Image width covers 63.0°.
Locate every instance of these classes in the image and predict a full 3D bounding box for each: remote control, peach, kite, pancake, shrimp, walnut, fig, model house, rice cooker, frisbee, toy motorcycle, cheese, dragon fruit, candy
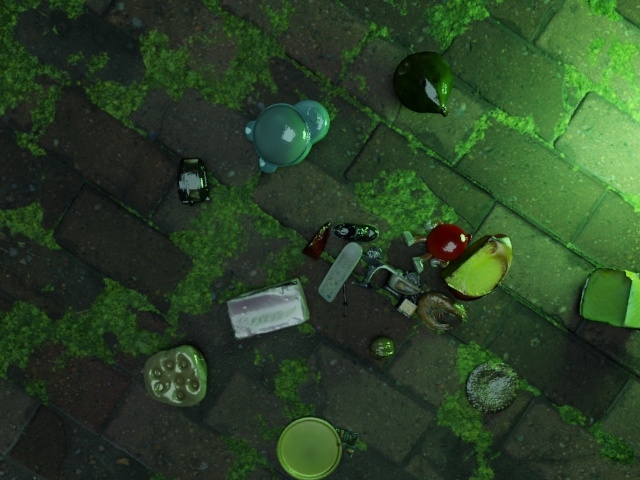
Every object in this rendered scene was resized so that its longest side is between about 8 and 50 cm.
[{"bbox_3d":[0.074,0.107,1.814,0.073,0.044,0.229,38,106,27],"label":"remote control"},{"bbox_3d":[0.538,0.092,1.770,0.267,0.154,0.159,-44,98,-5],"label":"peach"},{"bbox_3d":[0.099,0.717,1.863,0.090,0.004,0.122,-22,96,-12],"label":"kite"},{"bbox_3d":[0.611,0.522,1.854,0.199,0.021,0.199,0,92,1],"label":"pancake"},{"bbox_3d":[0.427,0.254,1.836,0.187,0.052,0.133,23,111,4],"label":"shrimp"},{"bbox_3d":[0.213,0.378,1.820,0.092,0.092,0.092,0,93,0],"label":"walnut"},{"bbox_3d":[0.350,-0.502,1.705,0.195,0.195,0.245,-24,50,1],"label":"fig"},{"bbox_3d":[1.039,0.203,1.800,0.211,0.170,0.194,12,85,-28],"label":"model house"},{"bbox_3d":[-0.436,-0.201,1.780,0.106,0.112,0.166,-11,93,-5],"label":"rice cooker"},{"bbox_3d":[-0.040,0.746,1.869,0.235,0.017,0.236,0,92,0],"label":"frisbee"},{"bbox_3d":[0.236,0.137,1.805,0.263,0.091,0.157,33,96,0],"label":"toy motorcycle"},{"bbox_3d":[-0.490,0.463,1.808,0.235,0.117,0.218,37,91,0],"label":"cheese"},{"bbox_3d":[0.002,0.003,1.813,0.063,0.097,0.131,38,73,-5],"label":"dragon fruit"},{"bbox_3d":[-0.180,0.236,1.796,0.264,0.116,0.156,-16,93,1],"label":"candy"}]

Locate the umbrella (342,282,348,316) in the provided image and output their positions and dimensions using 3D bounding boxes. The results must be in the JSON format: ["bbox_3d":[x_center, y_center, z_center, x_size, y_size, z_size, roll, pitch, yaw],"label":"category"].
[{"bbox_3d":[0.088,0.197,1.842,0.022,0.022,0.149,-1,93,-37],"label":"umbrella"}]

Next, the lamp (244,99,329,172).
[{"bbox_3d":[-0.104,-0.364,1.753,0.283,0.147,0.210,-24,90,1],"label":"lamp"}]

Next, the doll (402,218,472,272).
[{"bbox_3d":[0.408,0.007,1.797,0.217,0.085,0.183,-20,71,6],"label":"doll"}]

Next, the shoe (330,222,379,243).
[{"bbox_3d":[0.119,-0.028,1.792,0.168,0.099,0.071,5,91,0],"label":"shoe"}]
